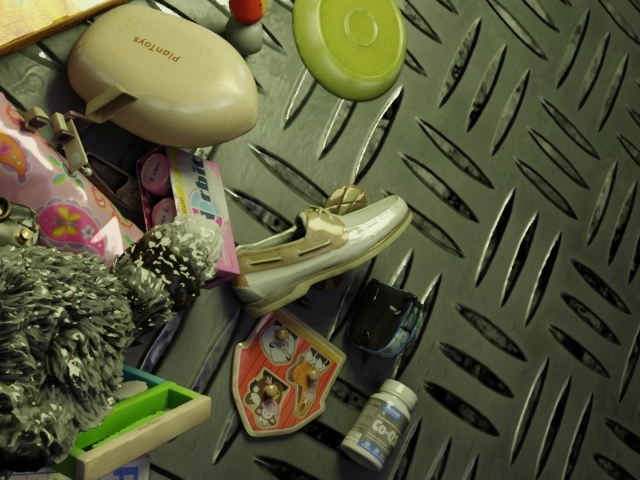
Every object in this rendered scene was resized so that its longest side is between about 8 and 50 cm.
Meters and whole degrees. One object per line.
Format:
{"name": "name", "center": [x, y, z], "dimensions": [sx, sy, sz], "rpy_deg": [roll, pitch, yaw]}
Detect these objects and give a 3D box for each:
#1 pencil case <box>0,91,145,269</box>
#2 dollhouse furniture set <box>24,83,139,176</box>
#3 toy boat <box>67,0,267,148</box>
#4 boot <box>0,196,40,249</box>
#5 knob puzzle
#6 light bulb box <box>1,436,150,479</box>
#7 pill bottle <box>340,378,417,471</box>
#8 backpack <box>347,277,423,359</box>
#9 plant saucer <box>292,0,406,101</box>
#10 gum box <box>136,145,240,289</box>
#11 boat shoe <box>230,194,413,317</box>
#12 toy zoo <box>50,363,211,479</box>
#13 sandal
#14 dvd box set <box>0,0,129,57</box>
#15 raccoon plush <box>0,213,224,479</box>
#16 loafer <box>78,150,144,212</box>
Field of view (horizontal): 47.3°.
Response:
{"name": "pencil case", "center": [-0.347, -0.049, 0.928], "dimensions": [0.284, 0.124, 0.124], "rpy_deg": [47, 64, -22]}
{"name": "dollhouse furniture set", "center": [-0.277, -0.135, 0.881], "dimensions": [0.081, 0.114, 0.091], "rpy_deg": [67, 17, 16]}
{"name": "toy boat", "center": [-0.172, -0.251, 1.028], "dimensions": [0.267, 0.148, 0.318], "rpy_deg": [31, 61, 10]}
{"name": "boot", "center": [-0.422, -0.076, 0.751], "dimensions": [0.284, 0.138, 0.377], "rpy_deg": [37, 71, -47]}
{"name": "knob puzzle", "center": [-0.058, 0.218, 1.143], "dimensions": [0.213, 0.030, 0.213], "rpy_deg": [2, 86, -33]}
{"name": "light bulb box", "center": [-0.404, 0.398, 0.789], "dimensions": [0.361, 0.225, 0.358], "rpy_deg": [7, 82, -33]}
{"name": "pill bottle", "center": [0.100, 0.304, 1.210], "dimensions": [0.078, 0.078, 0.137], "rpy_deg": [46, 64, -22]}
{"name": "backpack", "center": [0.109, 0.138, 1.214], "dimensions": [0.084, 0.105, 0.114], "rpy_deg": [39, 75, -47]}
{"name": "plant saucer", "center": [0.063, -0.362, 1.261], "dimensions": [0.241, 0.037, 0.241], "rpy_deg": [2, 86, -33]}
{"name": "gum box", "center": [-0.181, -0.026, 1.003], "dimensions": [0.107, 0.062, 0.188], "rpy_deg": [19, 51, -53]}
{"name": "boat shoe", "center": [0.000, 0.000, 1.113], "dimensions": [0.302, 0.113, 0.103], "rpy_deg": [-30, 103, -13]}
{"name": "toy zoo", "center": [-0.301, 0.181, 0.853], "dimensions": [0.192, 0.293, 0.030], "rpy_deg": [-16, 116, -58]}
{"name": "sandal", "center": [0.022, -0.007, 1.204], "dimensions": [0.072, 0.049, 0.180], "rpy_deg": [13, 94, -19]}
{"name": "dvd box set", "center": [-0.405, -0.401, 0.908], "dimensions": [0.420, 0.062, 0.308], "rpy_deg": [-41, 108, -37]}
{"name": "raccoon plush", "center": [-0.312, 0.011, 0.715], "dimensions": [0.446, 0.216, 0.299], "rpy_deg": [-58, 136, -49]}
{"name": "loafer", "center": [-0.283, -0.080, 1.013], "dimensions": [0.125, 0.039, 0.045], "rpy_deg": [37, 67, -25]}
